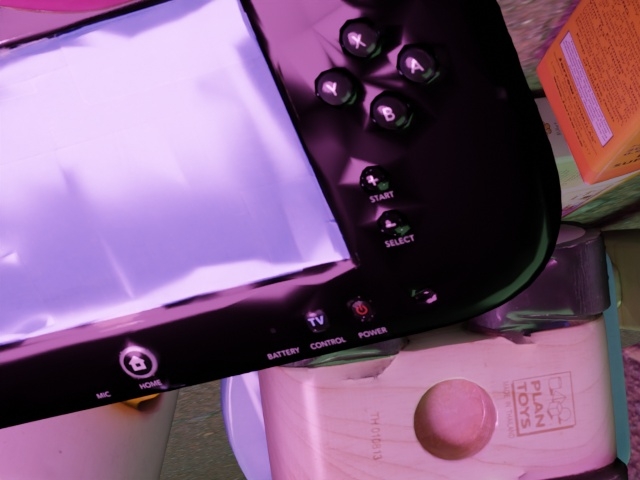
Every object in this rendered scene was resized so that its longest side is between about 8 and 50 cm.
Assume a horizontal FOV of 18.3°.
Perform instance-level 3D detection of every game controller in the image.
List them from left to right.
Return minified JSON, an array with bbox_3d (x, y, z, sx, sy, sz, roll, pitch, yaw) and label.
[{"bbox_3d":[-0.083,-0.022,0.663,0.319,0.166,0.067,-14,-166,23],"label":"game controller"}]

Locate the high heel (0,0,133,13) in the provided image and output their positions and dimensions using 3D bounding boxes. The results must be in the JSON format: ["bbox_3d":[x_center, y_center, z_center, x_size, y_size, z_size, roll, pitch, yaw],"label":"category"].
[{"bbox_3d":[-0.095,-0.114,0.503,0.244,0.082,0.117,-10,159,-15],"label":"high heel"}]

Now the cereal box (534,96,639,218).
[{"bbox_3d":[0.099,-0.041,1.233,0.240,0.047,0.173,-10,167,-35],"label":"cereal box"}]

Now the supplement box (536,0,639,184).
[{"bbox_3d":[0.176,-0.099,0.981,0.078,0.080,0.233,-18,168,-9],"label":"supplement box"}]

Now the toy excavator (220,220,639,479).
[{"bbox_3d":[0.127,0.076,1.523,0.433,0.222,0.445,-9,-169,-9],"label":"toy excavator"}]

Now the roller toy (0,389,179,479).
[{"bbox_3d":[-0.169,0.073,1.007,0.191,0.146,0.209,12,164,0],"label":"roller toy"}]
